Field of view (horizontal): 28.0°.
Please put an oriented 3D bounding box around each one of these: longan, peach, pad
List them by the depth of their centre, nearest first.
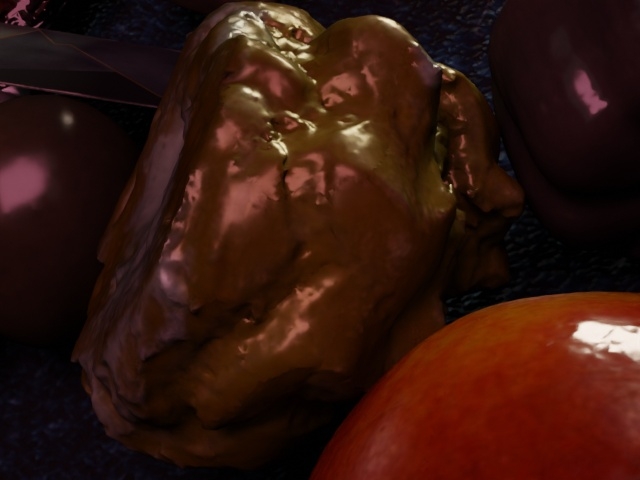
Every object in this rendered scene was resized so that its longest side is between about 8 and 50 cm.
[{"bbox_3d":[0.143,0.228,0.700,0.388,0.388,0.388,-8,60,15],"label":"peach"},{"bbox_3d":[-0.232,-0.020,1.087,0.197,0.196,0.220,-13,60,12],"label":"longan"},{"bbox_3d":[-0.190,-0.155,1.146,0.243,0.004,0.163,8,25,-3],"label":"pad"}]

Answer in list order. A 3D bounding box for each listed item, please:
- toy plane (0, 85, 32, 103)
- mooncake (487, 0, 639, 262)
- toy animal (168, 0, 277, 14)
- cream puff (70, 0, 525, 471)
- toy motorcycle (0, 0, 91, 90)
[{"bbox_3d":[-0.338,-0.127,1.176,0.171,0.162,0.065,3,81,8],"label":"toy plane"},{"bbox_3d":[0.275,-0.115,0.911,0.306,0.306,0.154,-20,57,8],"label":"mooncake"},{"bbox_3d":[-0.085,-0.314,1.219,0.171,0.171,0.197,11,70,24],"label":"toy animal"},{"bbox_3d":[0.000,0.000,0.929,0.276,0.378,0.378,24,66,-17],"label":"cream puff"},{"bbox_3d":[-0.347,-0.238,1.270,0.207,0.134,0.401,32,88,7],"label":"toy motorcycle"}]
